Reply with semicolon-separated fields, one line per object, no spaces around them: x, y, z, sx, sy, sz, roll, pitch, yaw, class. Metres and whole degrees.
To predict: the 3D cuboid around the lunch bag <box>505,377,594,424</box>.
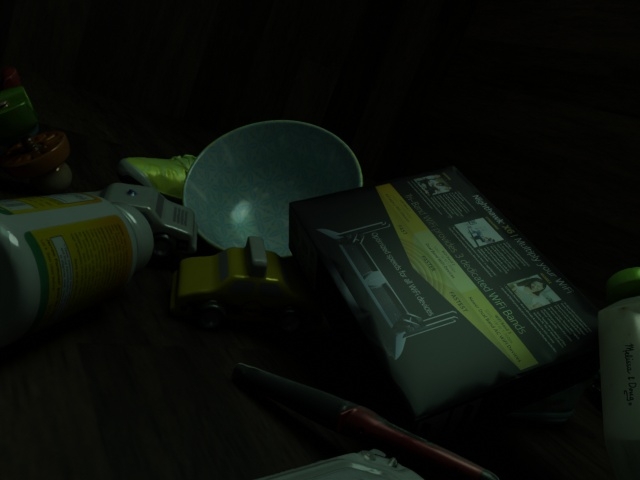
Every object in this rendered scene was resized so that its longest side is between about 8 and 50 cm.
0.222;0.150;0.711;0.279;0.107;0.224;12;22;-26;lunch bag

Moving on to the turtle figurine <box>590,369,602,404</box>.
0.493;0.224;0.832;0.175;0.118;0.234;39;0;8;turtle figurine

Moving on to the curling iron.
0.026;0.170;0.441;0.274;0.068;0.035;23;-25;28;curling iron

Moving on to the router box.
0.127;0.050;0.586;0.243;0.081;0.309;-14;46;-18;router box

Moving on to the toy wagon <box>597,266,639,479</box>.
0.328;0.197;0.434;0.344;0.068;0.267;44;47;-24;toy wagon

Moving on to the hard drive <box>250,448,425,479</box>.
-0.005;0.196;0.202;0.339;0.064;0.237;10;9;-44;hard drive

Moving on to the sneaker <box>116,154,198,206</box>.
-0.220;-0.129;1.047;0.385;0.147;0.145;7;21;-44;sneaker

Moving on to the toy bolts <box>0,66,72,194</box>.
-0.512;-0.148;0.806;0.218;0.158;0.228;-24;41;-12;toy bolts

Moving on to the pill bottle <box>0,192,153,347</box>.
-0.251;0.015;0.485;0.118;0.117;0.208;23;14;7;pill bottle

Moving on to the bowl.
-0.072;-0.051;0.874;0.289;0.289;0.156;26;-27;20;bowl

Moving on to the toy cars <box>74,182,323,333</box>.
-0.171;0.002;0.659;0.394;0.087;0.176;26;29;20;toy cars
